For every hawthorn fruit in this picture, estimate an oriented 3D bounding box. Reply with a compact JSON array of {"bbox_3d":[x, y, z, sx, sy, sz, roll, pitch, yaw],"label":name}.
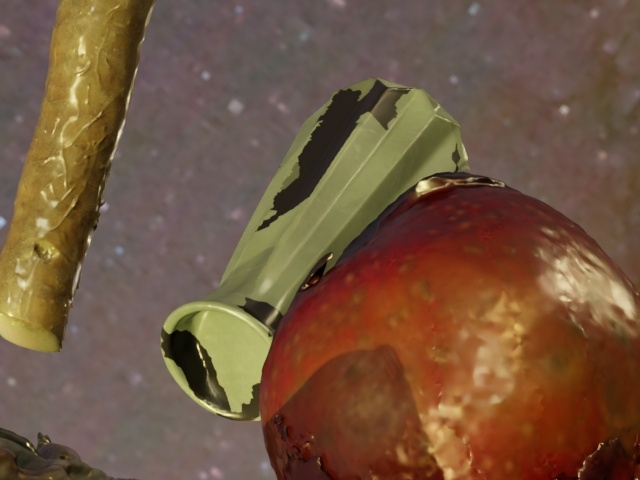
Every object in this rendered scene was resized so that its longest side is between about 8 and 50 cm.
[{"bbox_3d":[0.098,0.106,1.229,0.316,0.316,0.316,-39,-28,-26],"label":"hawthorn fruit"}]

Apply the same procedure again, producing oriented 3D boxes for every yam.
[{"bbox_3d":[-0.196,-0.089,1.465,0.081,0.081,0.356,31,-108,-65],"label":"yam"}]

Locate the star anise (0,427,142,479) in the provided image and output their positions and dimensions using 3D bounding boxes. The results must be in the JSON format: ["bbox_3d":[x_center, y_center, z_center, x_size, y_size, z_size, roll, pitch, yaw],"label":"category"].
[{"bbox_3d":[-0.244,0.241,1.559,0.139,0.359,0.316,-59,-27,2],"label":"star anise"}]

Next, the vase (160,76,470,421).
[{"bbox_3d":[0.000,0.000,1.559,0.360,0.165,0.165,-51,-19,-48],"label":"vase"}]
